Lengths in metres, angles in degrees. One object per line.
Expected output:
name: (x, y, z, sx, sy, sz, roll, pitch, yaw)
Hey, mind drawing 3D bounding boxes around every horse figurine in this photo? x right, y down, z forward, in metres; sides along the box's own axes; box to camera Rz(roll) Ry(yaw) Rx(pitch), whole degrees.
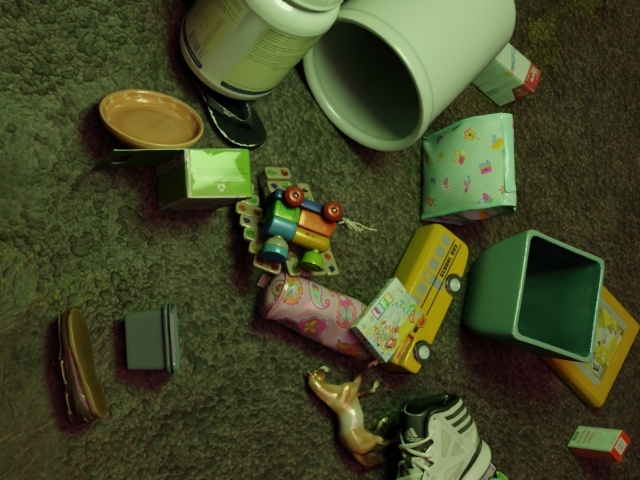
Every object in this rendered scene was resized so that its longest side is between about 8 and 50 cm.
horse figurine: (0.081, 0.380, 1.720, 0.174, 0.066, 0.263, -16, 89, -38)

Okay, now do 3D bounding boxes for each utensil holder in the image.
utensil holder: (0.201, -0.437, 1.756, 0.385, 0.327, 0.328, -45, 105, -29)

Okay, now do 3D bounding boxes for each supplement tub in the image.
supplement tub: (-0.108, -0.450, 1.547, 0.235, 0.325, 0.235, 17, 57, -29)

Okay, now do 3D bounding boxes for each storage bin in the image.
storage bin: (-0.320, 0.188, 1.510, 0.091, 0.098, 0.135, -3, 85, -2)

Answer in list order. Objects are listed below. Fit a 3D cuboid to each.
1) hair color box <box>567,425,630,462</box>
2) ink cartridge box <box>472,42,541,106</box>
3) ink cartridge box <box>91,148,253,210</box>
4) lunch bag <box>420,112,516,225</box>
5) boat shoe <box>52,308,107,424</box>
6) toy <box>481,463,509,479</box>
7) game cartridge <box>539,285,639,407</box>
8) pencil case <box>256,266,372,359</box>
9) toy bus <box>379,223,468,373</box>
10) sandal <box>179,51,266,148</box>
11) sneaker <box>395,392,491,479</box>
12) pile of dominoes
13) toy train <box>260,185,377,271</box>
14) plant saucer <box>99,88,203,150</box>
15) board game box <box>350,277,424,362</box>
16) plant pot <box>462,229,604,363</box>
hair color box: (0.703, 0.514, 2.010, 0.043, 0.141, 0.072, 49, 64, -16)
ink cartridge box: (0.445, -0.431, 1.999, 0.175, 0.127, 0.072, 34, 67, -22)
ink cartridge box: (-0.284, -0.112, 1.508, 0.255, 0.188, 0.097, -4, 87, -29)
lunch bag: (0.360, -0.160, 1.838, 0.160, 0.262, 0.224, 6, 79, -29)
boat shoe: (-0.448, 0.230, 1.436, 0.073, 0.073, 0.207, -15, 83, 10)
toy: (0.365, 0.638, 1.851, 0.237, 0.056, 0.137, -45, 104, -27)
game cartridge: (0.686, 0.230, 2.092, 0.323, 0.052, 0.285, 44, 65, -18)
pencil case: (0.002, 0.154, 1.677, 0.284, 0.124, 0.124, 25, 72, -24)
toy bus: (0.220, 0.135, 1.806, 0.130, 0.108, 0.333, 37, 67, -20)
sandal: (-0.203, -0.297, 1.655, 0.097, 0.054, 0.254, -43, 104, -27)
sneaker: (0.180, 0.496, 1.679, 0.447, 0.169, 0.258, -44, 118, -36)
pile of dominoes: (-0.074, -0.040, 1.641, 0.196, 0.040, 0.251, -1, 58, -32)
toy train: (0.000, 0.000, 1.597, 0.248, 0.105, 0.143, 21, 67, -20)
plant saucer: (-0.326, -0.225, 1.530, 0.199, 0.037, 0.200, 14, 35, -10)
board game box: (0.142, 0.167, 1.674, 0.103, 0.026, 0.154, 50, 58, -13)
plant pot: (0.472, 0.140, 1.866, 0.247, 0.252, 0.248, 20, 74, -27)
